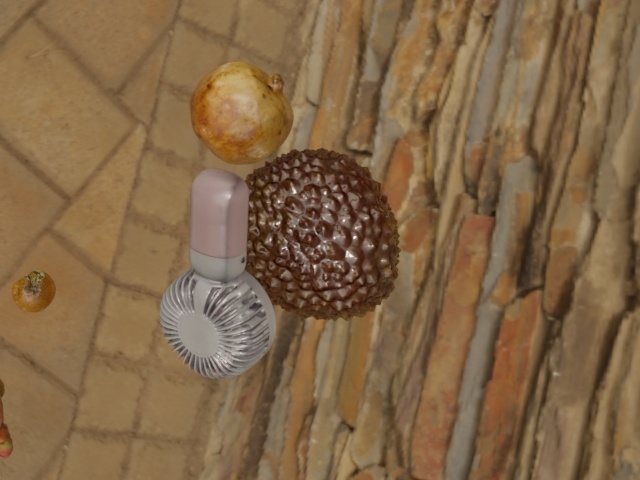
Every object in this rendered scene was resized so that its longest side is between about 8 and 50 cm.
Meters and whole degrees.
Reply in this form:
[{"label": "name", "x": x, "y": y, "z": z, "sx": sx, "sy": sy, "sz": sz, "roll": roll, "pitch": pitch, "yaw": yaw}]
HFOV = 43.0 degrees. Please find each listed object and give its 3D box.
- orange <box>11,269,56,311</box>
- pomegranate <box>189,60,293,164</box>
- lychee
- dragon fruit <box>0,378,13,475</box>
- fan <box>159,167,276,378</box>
[{"label": "orange", "x": -0.569, "y": 0.102, "z": 1.618, "sx": 0.086, "sy": 0.062, "sz": 0.086, "roll": 6, "pitch": 77, "yaw": -26}, {"label": "pomegranate", "x": -0.173, "y": -0.288, "z": 1.822, "sx": 0.248, "sy": 0.248, "sz": 0.248, "roll": -2, "pitch": 93, "yaw": -38}, {"label": "lychee", "x": 0.000, "y": 0.000, "z": 1.207, "sx": 0.267, "sy": 0.267, "sz": 0.268, "roll": -2, "pitch": 93, "yaw": -38}, {"label": "dragon fruit", "x": -0.524, "y": 0.233, "z": 1.007, "sx": 0.262, "sy": 0.314, "sz": 0.296, "roll": -14, "pitch": 63, "yaw": -27}, {"label": "fan", "x": -0.110, "y": 0.039, "z": 0.880, "sx": 0.074, "sy": 0.130, "sz": 0.244, "roll": -38, "pitch": 141, "yaw": -54}]
